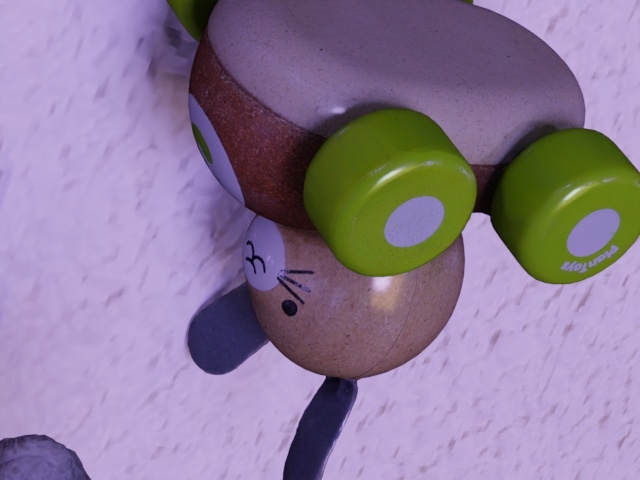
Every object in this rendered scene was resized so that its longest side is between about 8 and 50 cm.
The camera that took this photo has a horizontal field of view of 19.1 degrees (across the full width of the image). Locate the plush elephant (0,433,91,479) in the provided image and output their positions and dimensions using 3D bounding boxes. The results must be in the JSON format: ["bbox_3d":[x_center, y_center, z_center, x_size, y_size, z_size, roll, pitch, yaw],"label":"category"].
[{"bbox_3d":[-0.220,0.087,0.535,0.272,0.330,0.255,-39,110,-25],"label":"plush elephant"}]

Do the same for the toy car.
[{"bbox_3d":[0.000,0.000,0.691,0.149,0.155,0.188,3,128,-35],"label":"toy car"}]
